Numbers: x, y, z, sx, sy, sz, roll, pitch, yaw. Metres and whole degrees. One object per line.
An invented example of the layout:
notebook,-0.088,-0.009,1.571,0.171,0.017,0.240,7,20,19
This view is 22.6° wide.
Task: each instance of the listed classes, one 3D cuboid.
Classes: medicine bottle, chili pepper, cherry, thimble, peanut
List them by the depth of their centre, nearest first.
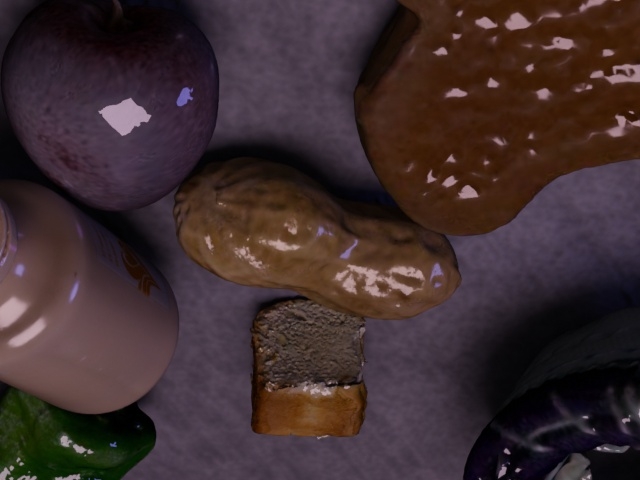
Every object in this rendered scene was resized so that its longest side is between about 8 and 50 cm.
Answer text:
cherry,-0.151,-0.088,0.935,0.188,0.115,0.148,12,159,6
medicine bottle,-0.177,0.026,0.941,0.114,0.114,0.252,-19,158,11
peanut,0.001,0.000,1.013,0.193,0.089,0.089,15,126,-19
thimble,0.217,0.160,1.078,0.237,0.150,0.237,11,121,18
chili pepper,-0.210,0.182,1.118,0.136,0.099,0.270,33,108,-24

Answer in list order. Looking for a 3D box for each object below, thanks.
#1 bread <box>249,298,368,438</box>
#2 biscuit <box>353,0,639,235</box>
bread,-0.008,0.091,1.096,0.083,0.076,0.070,1,139,-5
biscuit,0.204,-0.150,0.923,0.394,0.076,0.368,-8,128,7
